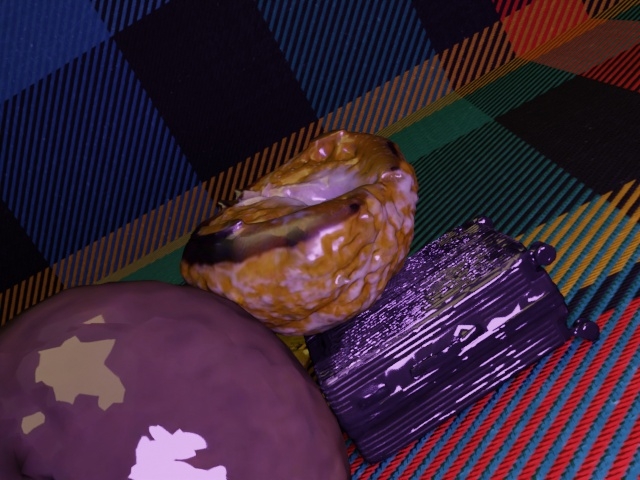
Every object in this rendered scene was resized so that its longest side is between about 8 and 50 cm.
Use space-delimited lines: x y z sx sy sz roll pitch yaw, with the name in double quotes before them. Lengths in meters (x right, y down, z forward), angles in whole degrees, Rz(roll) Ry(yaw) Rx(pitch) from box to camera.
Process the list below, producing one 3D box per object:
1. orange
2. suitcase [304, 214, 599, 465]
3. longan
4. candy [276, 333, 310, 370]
"orange" 0.000 0.000 0.914 0.270 0.211 0.368 -11 22 37
"suitcase" 0.152 0.124 0.921 0.335 0.152 0.229 -33 14 0
"longan" -0.195 0.239 0.718 0.435 0.404 0.404 -11 25 46
"candy" -0.115 0.257 1.105 0.187 0.081 0.297 -14 33 44
